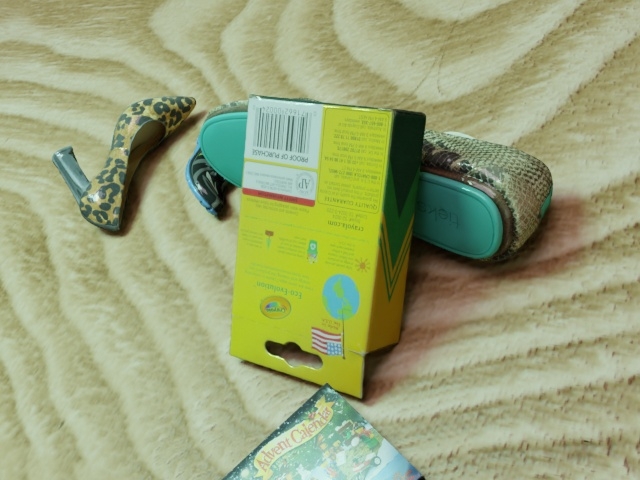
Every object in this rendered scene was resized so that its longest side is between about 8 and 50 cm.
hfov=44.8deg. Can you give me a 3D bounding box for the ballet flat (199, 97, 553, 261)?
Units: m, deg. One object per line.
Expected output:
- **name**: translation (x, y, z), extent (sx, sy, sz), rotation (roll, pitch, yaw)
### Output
- **ballet flat**: translation (0.071, -0.101, 1.018), extent (0.483, 0.164, 0.182), rotation (18, 39, 31)

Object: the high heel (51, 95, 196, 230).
- **high heel**: translation (-0.284, -0.127, 1.265), extent (0.261, 0.093, 0.186), rotation (-32, 62, -14)

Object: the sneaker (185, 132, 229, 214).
- **sneaker**: translation (-0.154, -0.118, 1.182), extent (0.078, 0.067, 0.188), rotation (-17, 42, 21)

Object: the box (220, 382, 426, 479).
- **box**: translation (-0.026, 0.275, 0.782), extent (0.233, 0.044, 0.159), rotation (-41, 46, -12)

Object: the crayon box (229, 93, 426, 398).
- **crayon box**: translation (0.000, 0.000, 0.904), extent (0.202, 0.081, 0.318), rotation (13, 101, 33)
